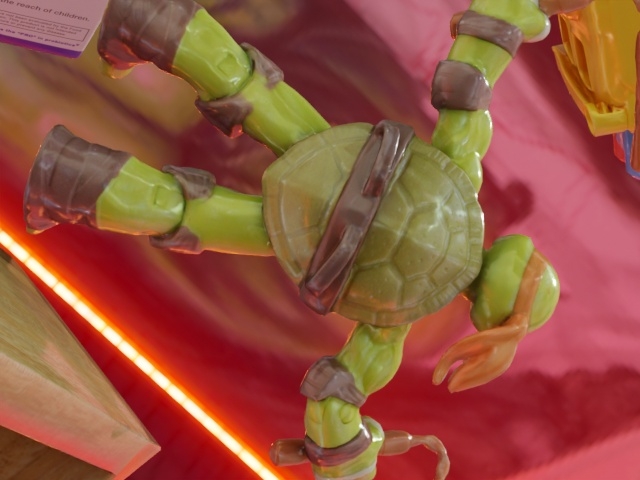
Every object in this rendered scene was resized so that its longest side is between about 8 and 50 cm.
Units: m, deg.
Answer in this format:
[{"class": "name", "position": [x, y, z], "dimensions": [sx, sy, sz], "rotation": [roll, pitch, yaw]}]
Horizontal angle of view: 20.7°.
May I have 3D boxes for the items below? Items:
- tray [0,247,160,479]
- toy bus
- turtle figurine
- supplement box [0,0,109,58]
[{"class": "tray", "position": [-0.230, 0.134, 0.351], "dimensions": [0.411, 0.076, 0.203], "rotation": [-38, 168, -4]}, {"class": "toy bus", "position": [0.190, -0.137, 1.003], "dimensions": [0.149, 0.211, 0.220], "rotation": [-9, -154, 0]}, {"class": "turtle figurine", "position": [0.000, 0.000, 0.667], "dimensions": [0.087, 0.217, 0.270], "rotation": [-41, 154, -83]}, {"class": "supplement box", "position": [-0.161, -0.222, 1.052], "dimensions": [0.220, 0.114, 0.111], "rotation": [132, -37, -53]}]
